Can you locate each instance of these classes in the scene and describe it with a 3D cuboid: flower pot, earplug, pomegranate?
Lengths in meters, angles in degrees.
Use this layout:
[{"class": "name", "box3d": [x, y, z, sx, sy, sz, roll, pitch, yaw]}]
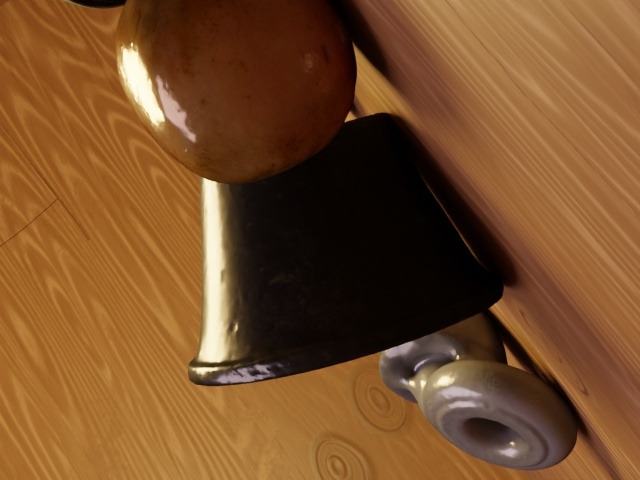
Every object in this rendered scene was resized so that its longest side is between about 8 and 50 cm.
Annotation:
[{"class": "flower pot", "box3d": [0.000, 0.000, 1.513, 0.379, 0.379, 0.251, -147, 42, -84]}, {"class": "earplug", "box3d": [0.216, 0.195, 1.822, 0.325, 0.175, 0.214, 38, 163, 45]}, {"class": "pomegranate", "box3d": [-0.093, -0.198, 1.324, 0.270, 0.229, 0.252, 62, 173, -32]}]

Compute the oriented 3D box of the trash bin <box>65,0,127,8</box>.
[{"class": "trash bin", "box3d": [-0.418, -0.505, 1.994, 0.432, 0.280, 0.280, 28, 159, 50]}]
